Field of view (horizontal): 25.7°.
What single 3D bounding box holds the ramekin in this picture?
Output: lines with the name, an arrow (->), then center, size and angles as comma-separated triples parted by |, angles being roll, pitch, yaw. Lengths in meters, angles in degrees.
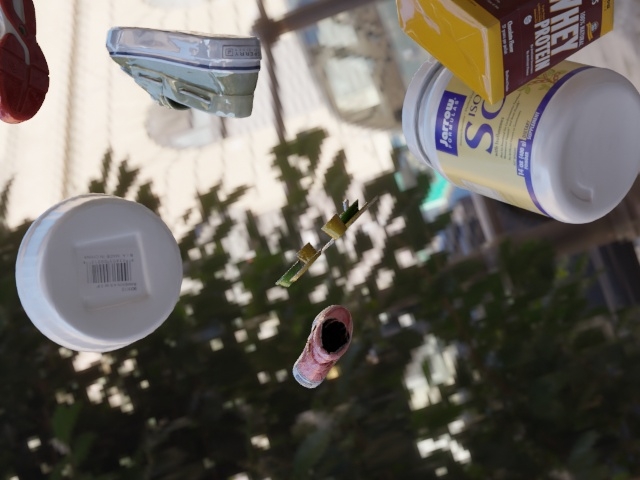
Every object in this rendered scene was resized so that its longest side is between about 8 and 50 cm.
ramekin -> -0.366, 0.053, 2.376 | 0.135, 0.277, 0.277 | -8, 103, 68

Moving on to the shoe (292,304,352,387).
shoe -> 0.020, 0.138, 2.064 | 0.063, 0.081, 0.178 | 35, -142, -2

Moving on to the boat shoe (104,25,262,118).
boat shoe -> -0.171, -0.199, 1.639 | 0.302, 0.109, 0.094 | 18, 106, 57

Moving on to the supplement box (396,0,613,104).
supplement box -> 0.223, -0.304, 1.716 | 0.191, 0.194, 0.129 | 46, 161, 36

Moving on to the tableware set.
tableware set -> 0.000, 0.000, 1.485 | 0.024, 0.104, 0.154 | 45, 155, -1

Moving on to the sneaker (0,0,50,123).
sneaker -> -0.416, -0.215, 1.770 | 0.087, 0.128, 0.221 | 32, -142, -42

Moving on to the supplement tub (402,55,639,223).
supplement tub -> 0.313, -0.176, 2.196 | 0.331, 0.241, 0.241 | 22, 146, 46
